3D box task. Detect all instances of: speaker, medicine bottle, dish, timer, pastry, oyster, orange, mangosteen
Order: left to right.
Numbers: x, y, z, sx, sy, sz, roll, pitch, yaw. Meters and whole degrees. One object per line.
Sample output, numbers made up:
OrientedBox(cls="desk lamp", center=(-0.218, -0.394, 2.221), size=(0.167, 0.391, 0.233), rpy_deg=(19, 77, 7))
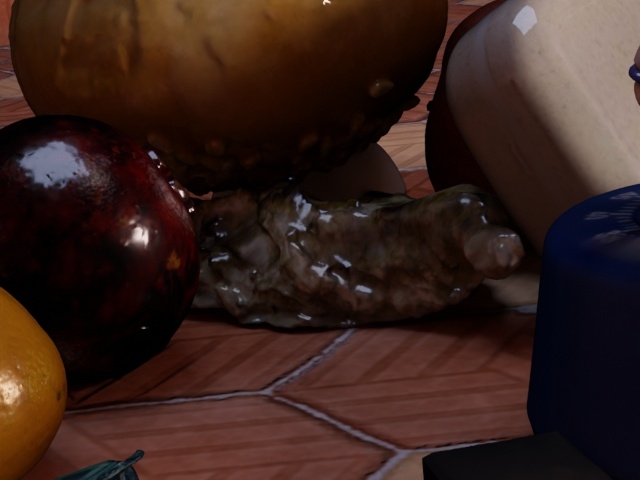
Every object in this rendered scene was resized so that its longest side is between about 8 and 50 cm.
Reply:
OrientedBox(cls="orange", center=(-0.229, 0.084, 0.935), size=(0.159, 0.136, 0.159), rpy_deg=(-5, 12, 1))
OrientedBox(cls="mangosteen", center=(-0.182, 0.012, 1.106), size=(0.210, 0.210, 0.210), rpy_deg=(-5, 15, 1))
OrientedBox(cls="pastry", center=(-0.070, -0.172, 1.381), size=(0.409, 0.245, 0.409), rpy_deg=(-12, 12, 2))
OrientedBox(cls="dish", center=(-0.006, -0.074, 1.560), size=(0.224, 0.078, 0.246), rpy_deg=(-15, 18, -37))
OrientedBox(cls="oyster", center=(0.025, -0.005, 1.250), size=(0.396, 0.111, 0.204), rpy_deg=(1, 13, 35))
OrientedBox(cls="speaker", center=(0.114, 0.151, 0.739), size=(0.082, 0.044, 0.218), rpy_deg=(-9, 15, -12))
OrientedBox(cls="medicine bottle", center=(0.267, -0.108, 1.162), size=(0.375, 0.282, 0.123), rpy_deg=(-33, -3, -41))
OrientedBox(cls="timer", center=(0.241, -0.068, 0.859), size=(0.270, 0.383, 0.270), rpy_deg=(-4, 15, 1))

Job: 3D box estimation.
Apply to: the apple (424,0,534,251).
OrientedBox(cls="apple", center=(0.198, -0.101, 1.327), size=(0.234, 0.234, 0.234), rpy_deg=(-5, 15, 1))

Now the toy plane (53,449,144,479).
OrientedBox(cls="toy plane", center=(-0.153, 0.156, 0.792), size=(0.096, 0.060, 0.235), rpy_deg=(-6, 10, 28))
